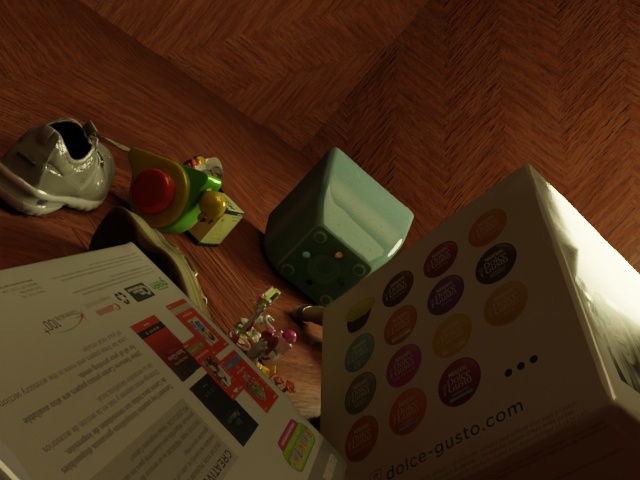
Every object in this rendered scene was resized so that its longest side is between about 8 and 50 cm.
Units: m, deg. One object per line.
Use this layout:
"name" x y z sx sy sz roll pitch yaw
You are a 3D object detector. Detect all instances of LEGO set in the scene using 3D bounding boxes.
"LEGO set" -0.062 0.143 0.825 0.132 0.107 0.287 38 10 -20

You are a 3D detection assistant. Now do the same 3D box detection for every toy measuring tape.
"toy measuring tape" -0.291 -0.087 1.091 0.330 0.121 0.121 21 1 24

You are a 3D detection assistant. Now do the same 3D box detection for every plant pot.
"plant pot" 0.026 0.003 1.464 0.247 0.248 0.252 39 27 -12

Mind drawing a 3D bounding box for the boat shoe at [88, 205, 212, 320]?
"boat shoe" -0.172 0.064 0.767 0.098 0.109 0.302 31 8 -41

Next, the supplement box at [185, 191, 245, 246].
"supplement box" -0.192 -0.038 1.209 0.056 0.083 0.083 44 10 13

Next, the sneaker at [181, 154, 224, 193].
"sneaker" -0.246 -0.118 1.425 0.092 0.088 0.225 61 8 -4

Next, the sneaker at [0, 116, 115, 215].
"sneaker" -0.320 -0.106 0.902 0.105 0.115 0.281 40 9 -9

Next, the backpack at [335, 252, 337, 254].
"backpack" 0.000 0.000 1.801 0.105 0.084 0.114 41 14 -7

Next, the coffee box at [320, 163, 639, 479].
"coffee box" 0.230 0.193 0.788 0.338 0.337 0.334 36 33 -26

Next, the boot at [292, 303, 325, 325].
"boot" -0.008 0.134 1.214 0.087 0.042 0.118 9 -6 14

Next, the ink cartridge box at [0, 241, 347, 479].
"ink cartridge box" -0.132 0.149 0.446 0.272 0.130 0.309 44 10 4

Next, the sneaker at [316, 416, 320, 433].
"sneaker" 0.039 0.241 0.870 0.069 0.082 0.209 43 11 -3
